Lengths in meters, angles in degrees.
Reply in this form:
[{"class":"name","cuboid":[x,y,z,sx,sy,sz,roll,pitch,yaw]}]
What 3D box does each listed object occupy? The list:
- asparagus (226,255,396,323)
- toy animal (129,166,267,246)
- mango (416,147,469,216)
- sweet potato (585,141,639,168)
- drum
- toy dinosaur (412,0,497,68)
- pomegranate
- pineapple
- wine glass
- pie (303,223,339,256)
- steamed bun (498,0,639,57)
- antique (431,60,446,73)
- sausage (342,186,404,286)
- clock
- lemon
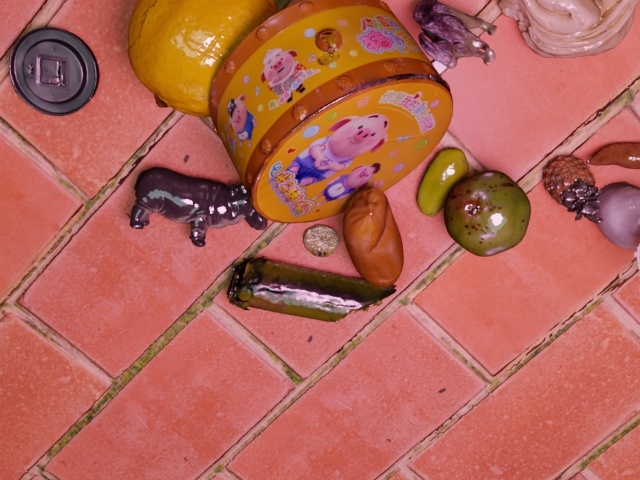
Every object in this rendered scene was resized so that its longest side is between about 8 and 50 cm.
[{"class":"asparagus","cuboid":[-0.019,0.123,1.561,0.382,0.128,0.108,11,153,-4]},{"class":"toy animal","cuboid":[-0.241,-0.075,1.506,0.343,0.106,0.168,1,101,-6]},{"class":"mango","cuboid":[0.268,-0.125,1.497,0.091,0.074,0.165,20,106,-7]},{"class":"sweet potato","cuboid":[0.705,-0.181,1.481,0.281,0.067,0.059,0,151,1]},{"class":"drum","cuboid":[0.018,-0.229,1.274,0.431,0.431,0.214,-33,68,10]},{"class":"toy dinosaur","cuboid":[0.256,-0.402,1.312,0.162,0.294,0.077,18,121,-15]},{"class":"pomegranate","cuboid":[0.363,-0.051,1.453,0.182,0.224,0.181,-5,80,26]},{"class":"pineapple","cuboid":[0.538,-0.103,1.440,0.108,0.197,0.108,0,124,0]},{"class":"wine glass","cuboid":[0.659,-0.025,1.399,0.144,0.321,0.143,1,113,2]},{"class":"pie","cuboid":[0.000,0.000,1.570,0.085,0.017,0.085,0,109,1]},{"class":"steamed bun","cuboid":[0.486,-0.497,1.306,0.276,0.203,0.289,-1,107,1]},{"class":"antique","cuboid":[0.196,-0.326,1.463,0.192,0.015,0.031,-38,105,12]},{"class":"sausage","cuboid":[0.107,-0.010,1.410,0.116,0.354,0.134,18,71,19]},{"class":"clock","cuboid":[-0.561,-0.358,1.447,0.185,0.040,0.184,0,108,0]},{"class":"lemon","cuboid":[-0.221,-0.388,1.310,0.297,0.297,0.297,0,108,1]}]
